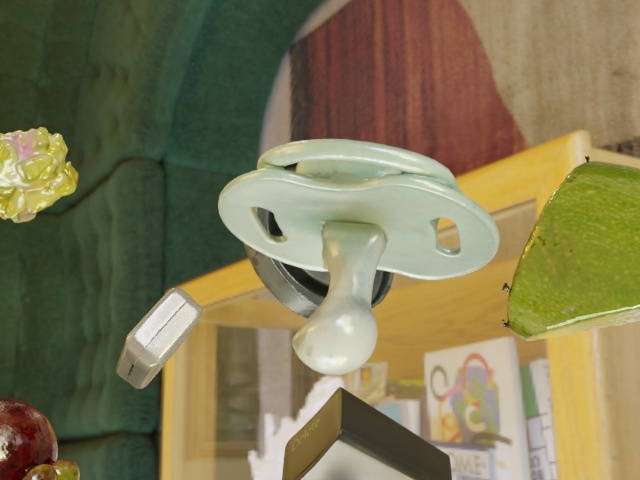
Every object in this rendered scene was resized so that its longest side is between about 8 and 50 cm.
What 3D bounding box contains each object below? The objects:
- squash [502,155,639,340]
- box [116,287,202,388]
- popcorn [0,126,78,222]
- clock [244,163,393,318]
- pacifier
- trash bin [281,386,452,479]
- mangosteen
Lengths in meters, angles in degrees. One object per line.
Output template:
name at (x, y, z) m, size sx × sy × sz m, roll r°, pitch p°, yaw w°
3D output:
squash at (0.319, 0.042, 0.731) m, size 0.288 × 0.111 × 0.203 m, roll 25°, pitch 91°, yaw 28°
box at (-0.220, 0.136, 1.159) m, size 0.103 × 0.055 × 0.244 m, roll -50°, pitch 1°, yaw -23°
popcorn at (-0.411, -0.097, 1.181) m, size 0.126 × 0.145 × 0.126 m, roll -107°, pitch -7°, yaw -56°
clock at (0.000, 0.000, 1.604) m, size 0.066 × 0.318 × 0.319 m, roll -36°, pitch 54°, yaw 43°
pacifier at (0.030, 0.022, 1.005) m, size 0.343 × 0.288 × 0.269 m, roll 0°, pitch 61°, yaw 17°
trash bin at (0.078, 0.364, 1.384) m, size 0.165 × 0.225 × 0.115 m, roll -51°, pitch 19°, yaw 26°
mangosteen at (-0.517, 0.383, 1.439) m, size 0.215 × 0.257 × 0.215 m, roll 25°, pitch -90°, yaw -84°
